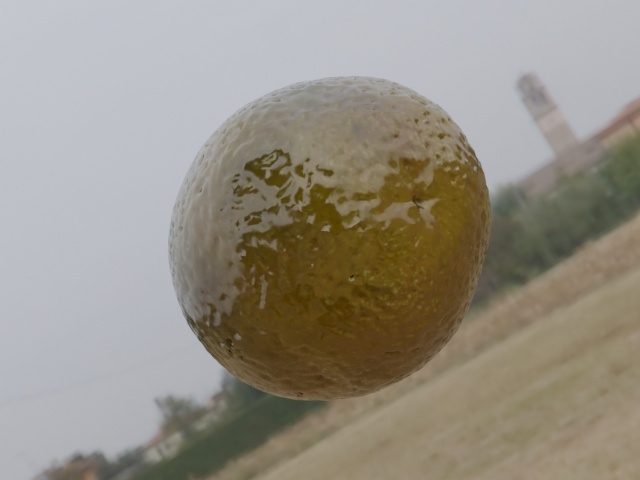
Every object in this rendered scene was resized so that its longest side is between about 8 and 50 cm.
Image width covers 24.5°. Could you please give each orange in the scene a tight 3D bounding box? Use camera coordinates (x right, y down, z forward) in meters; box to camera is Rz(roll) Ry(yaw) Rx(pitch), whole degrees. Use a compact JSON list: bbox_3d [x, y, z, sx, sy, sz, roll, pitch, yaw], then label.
[{"bbox_3d":[0.000,0.000,0.393,0.085,0.085,0.095,-29,0,-36],"label":"orange"}]
